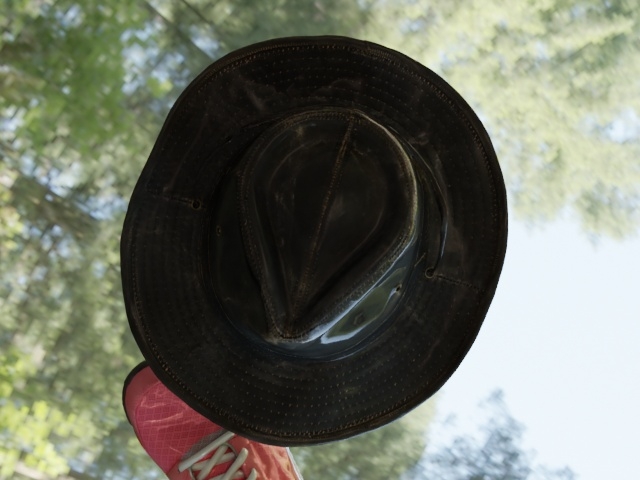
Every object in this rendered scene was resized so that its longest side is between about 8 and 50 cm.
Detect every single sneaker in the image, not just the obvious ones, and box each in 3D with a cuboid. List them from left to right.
[{"bbox_3d":[-0.057,0.230,1.291,0.116,0.314,0.136,-36,-165,5],"label":"sneaker"}]

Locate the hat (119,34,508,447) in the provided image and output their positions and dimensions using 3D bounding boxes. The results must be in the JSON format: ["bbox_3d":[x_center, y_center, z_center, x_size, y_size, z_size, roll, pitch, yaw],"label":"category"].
[{"bbox_3d":[0.000,0.000,1.113,0.331,0.134,0.331,0,-90,-4],"label":"hat"}]
